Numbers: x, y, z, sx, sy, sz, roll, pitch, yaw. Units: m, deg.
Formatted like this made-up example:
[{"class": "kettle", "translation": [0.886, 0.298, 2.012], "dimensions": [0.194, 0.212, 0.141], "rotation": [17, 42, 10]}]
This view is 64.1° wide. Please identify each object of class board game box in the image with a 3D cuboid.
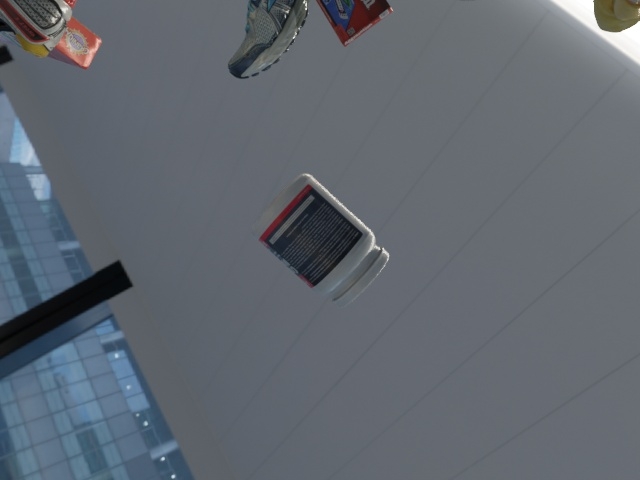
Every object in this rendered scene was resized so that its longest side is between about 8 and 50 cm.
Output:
[{"class": "board game box", "translation": [0.053, -0.644, 1.295], "dimensions": [0.145, 0.027, 0.281], "rotation": [-32, -106, 16]}, {"class": "board game box", "translation": [-0.575, -0.413, 0.865], "dimensions": [0.317, 0.242, 0.064], "rotation": [23, -94, 23]}]

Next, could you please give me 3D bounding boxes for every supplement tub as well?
[{"class": "supplement tub", "translation": [0.000, 0.000, 1.155], "dimensions": [0.272, 0.191, 0.191], "rotation": [43, -50, -3]}]

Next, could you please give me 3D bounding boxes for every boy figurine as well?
[{"class": "boy figurine", "translation": [0.529, -0.393, 0.776], "dimensions": [0.285, 0.177, 0.092], "rotation": [-123, -170, -80]}]

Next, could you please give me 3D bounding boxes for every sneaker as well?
[{"class": "sneaker", "translation": [-0.353, -0.240, 0.472], "dimensions": [0.088, 0.225, 0.092], "rotation": [-136, -117, -79]}, {"class": "sneaker", "translation": [-0.075, -0.387, 0.791], "dimensions": [0.283, 0.122, 0.110], "rotation": [-53, -149, 14]}]
